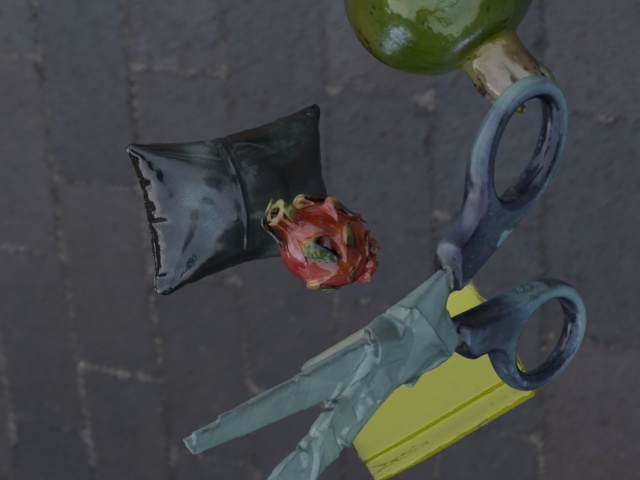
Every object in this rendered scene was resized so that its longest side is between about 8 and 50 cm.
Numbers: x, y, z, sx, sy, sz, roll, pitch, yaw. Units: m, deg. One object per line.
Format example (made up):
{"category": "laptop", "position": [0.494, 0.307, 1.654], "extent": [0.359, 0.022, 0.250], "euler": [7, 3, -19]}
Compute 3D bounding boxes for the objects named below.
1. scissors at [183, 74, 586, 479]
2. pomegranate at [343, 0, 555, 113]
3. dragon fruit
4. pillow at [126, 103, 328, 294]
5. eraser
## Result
{"category": "scissors", "position": [0.057, 0.066, 1.087], "extent": [0.029, 0.383, 0.256], "euler": [21, 133, 40]}
{"category": "pomegranate", "position": [0.121, -0.215, 1.424], "extent": [0.210, 0.179, 0.179], "euler": [46, 131, 33]}
{"category": "dragon fruit", "position": [-0.001, 0.001, 1.464], "extent": [0.081, 0.116, 0.086], "euler": [-31, 53, 34]}
{"category": "pillow", "position": [-0.096, -0.051, 1.922], "extent": [0.106, 0.250, 0.186], "euler": [-166, 63, -66]}
{"category": "eraser", "position": [0.113, 0.153, 1.792], "extent": [0.226, 0.069, 0.158], "euler": [-31, 102, 5]}
